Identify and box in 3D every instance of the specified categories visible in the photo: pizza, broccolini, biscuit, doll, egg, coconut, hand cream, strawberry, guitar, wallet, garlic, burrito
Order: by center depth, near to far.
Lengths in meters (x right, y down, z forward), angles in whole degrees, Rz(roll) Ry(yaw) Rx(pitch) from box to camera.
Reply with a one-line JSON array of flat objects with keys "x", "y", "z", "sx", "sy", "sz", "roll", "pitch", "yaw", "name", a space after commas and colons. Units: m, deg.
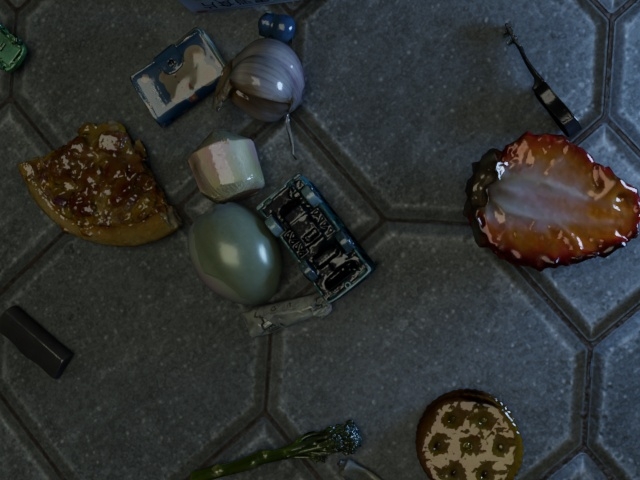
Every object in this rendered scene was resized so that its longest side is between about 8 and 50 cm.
[{"x": 0.451, "y": -0.064, "z": 1.686, "sx": 0.336, "sy": 0.149, "sz": 0.265, "roll": 11, "pitch": 84, "yaw": 2, "name": "strawberry"}, {"x": 0.437, "y": -0.327, "z": 1.727, "sx": 0.038, "sy": 0.084, "sz": 0.271, "roll": -33, "pitch": 76, "yaw": 11, "name": "guitar"}, {"x": 0.300, "y": 0.413, "z": 1.736, "sx": 0.220, "sy": 0.066, "sz": 0.221, "roll": 0, "pitch": 88, "yaw": 11, "name": "biscuit"}, {"x": -0.171, "y": 0.037, "z": 1.782, "sx": 0.183, "sy": 0.183, "sz": 0.217, "roll": -35, "pitch": 73, "yaw": 9, "name": "egg"}, {"x": -0.134, "y": -0.291, "z": 1.791, "sx": 0.207, "sy": 0.207, "sz": 0.257, "roll": -3, "pitch": 101, "yaw": 12, "name": "garlic"}, {"x": 0.104, "y": 0.516, "z": 1.797, "sx": 0.165, "sy": 0.037, "sz": 0.057, "roll": 36, "pitch": 95, "yaw": 3, "name": "hand cream"}, {"x": -0.199, "y": -0.160, "z": 1.818, "sx": 0.147, "sy": 0.147, "sz": 0.153, "roll": -20, "pitch": 87, "yaw": 11, "name": "coconut"}, {"x": -0.073, "y": 0.157, "z": 1.824, "sx": 0.203, "sy": 0.064, "sz": 0.064, "roll": -16, "pitch": 85, "yaw": 12, "name": "burrito"}, {"x": -0.093, "y": 0.471, "z": 1.830, "sx": 0.392, "sy": 0.079, "sz": 0.074, "roll": -20, "pitch": 95, "yaw": 18, "name": "broccolini"}, {"x": -0.096, "y": -0.458, "z": 1.849, "sx": 0.083, "sy": 0.050, "sz": 0.076, "roll": 15, "pitch": 96, "yaw": 10, "name": "doll"}, {"x": -0.306, "y": -0.362, "z": 1.885, "sx": 0.202, "sy": 0.059, "sz": 0.141, "roll": -34, "pitch": 89, "yaw": 11, "name": "wallet"}, {"x": -0.483, "y": -0.126, "z": 1.895, "sx": 0.408, "sy": 0.114, "sz": 0.278, "roll": 27, "pitch": 99, "yaw": 9, "name": "pizza"}]

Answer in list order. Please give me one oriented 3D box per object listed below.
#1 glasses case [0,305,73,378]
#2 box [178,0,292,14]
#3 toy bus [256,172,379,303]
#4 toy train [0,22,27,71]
[{"x": -0.656, "y": 0.232, "z": 1.954, "sx": 0.190, "sy": 0.042, "sz": 0.072, "roll": 38, "pitch": 104, "yaw": 10, "name": "glasses case"}, {"x": -0.152, "y": -0.586, "z": 1.799, "sx": 0.332, "sy": 0.173, "sz": 0.145, "roll": -4, "pitch": 90, "yaw": 12, "name": "box"}, {"x": 0.000, "y": 0.000, "z": 1.767, "sx": 0.128, "sy": 0.147, "sz": 0.256, "roll": -39, "pitch": 77, "yaw": 9, "name": "toy bus"}, {"x": -0.744, "y": -0.454, "z": 1.971, "sx": 0.149, "sy": 0.081, "sz": 0.099, "roll": 37, "pitch": 96, "yaw": 5, "name": "toy train"}]
